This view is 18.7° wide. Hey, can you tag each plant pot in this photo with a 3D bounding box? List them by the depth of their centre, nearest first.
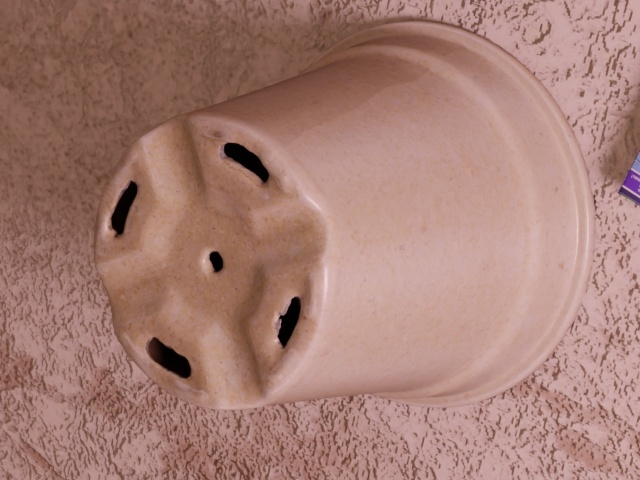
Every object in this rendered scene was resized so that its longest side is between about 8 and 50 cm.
[{"bbox_3d":[0.000,0.000,1.539,0.334,0.305,0.334,7,102,34],"label":"plant pot"}]

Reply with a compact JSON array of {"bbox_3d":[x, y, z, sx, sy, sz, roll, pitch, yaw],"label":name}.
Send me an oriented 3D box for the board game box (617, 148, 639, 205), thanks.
[{"bbox_3d":[0.338,-0.044,1.460,0.201,0.035,0.136,36,116,25],"label":"board game box"}]
